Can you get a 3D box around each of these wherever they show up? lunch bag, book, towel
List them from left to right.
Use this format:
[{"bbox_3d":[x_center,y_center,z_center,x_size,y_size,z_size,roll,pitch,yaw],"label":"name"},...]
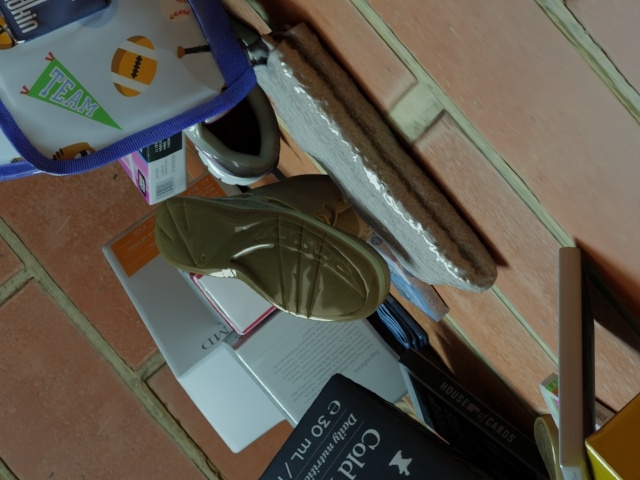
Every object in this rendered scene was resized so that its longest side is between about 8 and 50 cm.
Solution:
[{"bbox_3d":[-0.264,-0.230,1.520,0.385,0.239,0.328,-5,121,43],"label":"lunch bag"},{"bbox_3d":[0.037,-0.066,1.506,0.282,0.049,0.187,50,174,-7],"label":"towel"},{"bbox_3d":[0.082,0.088,2.147,0.119,0.029,0.067,47,174,17],"label":"towel"},{"bbox_3d":[0.253,0.179,1.541,0.096,0.035,0.144,56,171,-27],"label":"book"}]

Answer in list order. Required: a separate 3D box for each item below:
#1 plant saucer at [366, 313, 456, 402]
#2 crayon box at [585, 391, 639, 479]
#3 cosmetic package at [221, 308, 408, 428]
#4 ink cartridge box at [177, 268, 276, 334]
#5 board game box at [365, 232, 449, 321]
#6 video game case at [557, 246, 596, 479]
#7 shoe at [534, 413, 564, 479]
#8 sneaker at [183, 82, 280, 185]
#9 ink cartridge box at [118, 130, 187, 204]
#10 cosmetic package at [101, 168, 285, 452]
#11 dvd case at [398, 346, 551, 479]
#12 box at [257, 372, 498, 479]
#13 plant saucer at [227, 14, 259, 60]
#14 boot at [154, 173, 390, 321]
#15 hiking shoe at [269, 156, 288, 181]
[{"bbox_3d":[0.122,0.168,2.294,0.278,0.041,0.278,49,174,7],"label":"plant saucer"},{"bbox_3d":[0.332,0.268,1.204,0.313,0.106,0.363,48,173,26],"label":"crayon box"},{"bbox_3d":[-0.003,0.152,2.191,0.184,0.151,0.151,50,174,-7],"label":"cosmetic package"},{"bbox_3d":[-0.080,0.021,2.214,0.100,0.172,0.237,51,173,-8],"label":"ink cartridge box"},{"bbox_3d":[0.088,0.036,1.858,0.090,0.020,0.090,53,171,-28],"label":"board game box"},{"bbox_3d":[0.180,0.104,1.227,0.143,0.019,0.157,63,-153,-63],"label":"video game case"},{"bbox_3d":[0.253,0.225,1.724,0.219,0.058,0.076,66,-178,-56],"label":"shoe"},{"bbox_3d":[-0.118,-0.157,1.700,0.252,0.103,0.111,45,171,-17],"label":"sneaker"},{"bbox_3d":[-0.288,-0.234,2.294,0.371,0.069,0.176,55,158,29],"label":"ink cartridge box"},{"bbox_3d":[-0.136,0.084,2.523,0.161,0.230,0.453,55,176,-31],"label":"cosmetic package"},{"bbox_3d":[0.196,0.235,2.052,0.238,0.029,0.179,37,165,26],"label":"dvd case"},{"bbox_3d":[0.098,0.487,1.905,0.472,0.480,0.297,34,178,35],"label":"box"},{"bbox_3d":[-0.090,-0.201,1.718,0.067,0.018,0.192,54,171,-34],"label":"plant saucer"},{"bbox_3d":[0.000,0.000,1.680,0.262,0.203,0.095,14,107,37],"label":"boot"},{"bbox_3d":[-0.122,-0.133,2.008,0.227,0.086,0.114,45,172,47],"label":"hiking shoe"}]
